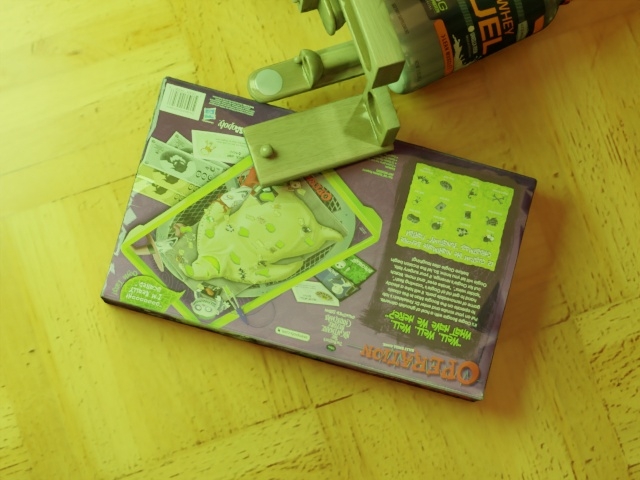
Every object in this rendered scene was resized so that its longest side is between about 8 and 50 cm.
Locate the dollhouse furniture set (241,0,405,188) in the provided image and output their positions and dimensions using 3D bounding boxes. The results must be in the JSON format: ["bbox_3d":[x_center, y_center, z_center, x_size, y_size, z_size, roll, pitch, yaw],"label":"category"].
[{"bbox_3d":[-0.009,-0.147,1.398,0.123,0.151,0.144,-17,77,-9],"label":"dollhouse furniture set"}]

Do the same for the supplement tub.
[{"bbox_3d":[0.129,-0.218,1.477,0.190,0.117,0.117,-27,85,-7],"label":"supplement tub"}]

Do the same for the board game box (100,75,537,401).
[{"bbox_3d":[0.000,0.000,1.474,0.347,0.056,0.208,16,77,-2],"label":"board game box"}]
